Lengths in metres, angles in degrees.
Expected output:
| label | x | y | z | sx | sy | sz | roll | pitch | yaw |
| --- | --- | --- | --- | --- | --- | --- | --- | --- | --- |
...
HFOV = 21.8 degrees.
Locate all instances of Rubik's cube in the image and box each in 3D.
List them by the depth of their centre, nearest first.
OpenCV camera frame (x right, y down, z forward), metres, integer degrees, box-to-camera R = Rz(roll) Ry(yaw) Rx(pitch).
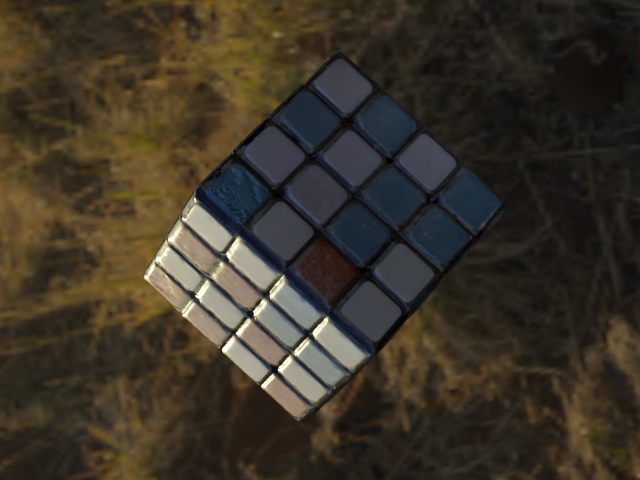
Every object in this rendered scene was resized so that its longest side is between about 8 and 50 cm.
| label | x | y | z | sx | sy | sz | roll | pitch | yaw |
| --- | --- | --- | --- | --- | --- | --- | --- | --- | --- |
| Rubik's cube | 0.000 | 0.000 | 0.662 | 0.092 | 0.092 | 0.092 | 42 | 150 | 1 |
